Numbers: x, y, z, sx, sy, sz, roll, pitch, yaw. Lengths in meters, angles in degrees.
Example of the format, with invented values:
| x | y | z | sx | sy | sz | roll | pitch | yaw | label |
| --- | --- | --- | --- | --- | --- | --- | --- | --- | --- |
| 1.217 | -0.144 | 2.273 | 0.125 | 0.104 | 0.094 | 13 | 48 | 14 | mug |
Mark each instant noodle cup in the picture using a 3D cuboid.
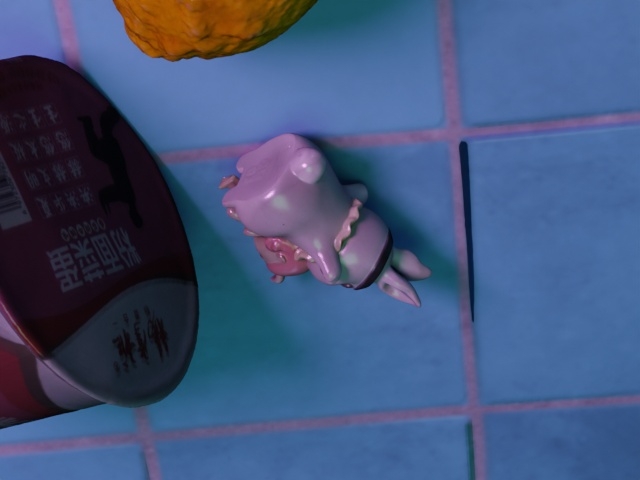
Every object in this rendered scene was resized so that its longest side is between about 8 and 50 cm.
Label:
| x | y | z | sx | sy | sz | roll | pitch | yaw | label |
| --- | --- | --- | --- | --- | --- | --- | --- | --- | --- |
| -0.213 | 0.022 | 1.097 | 0.178 | 0.235 | 0.235 | -24 | 123 | 26 | instant noodle cup |

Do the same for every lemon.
| x | y | z | sx | sy | sz | roll | pitch | yaw | label |
| --- | --- | --- | --- | --- | --- | --- | --- | --- | --- |
| -0.058 | -0.178 | 0.998 | 0.142 | 0.142 | 0.187 | 21 | 131 | -15 | lemon |

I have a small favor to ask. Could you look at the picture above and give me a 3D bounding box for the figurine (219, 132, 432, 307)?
| x | y | z | sx | sy | sz | roll | pitch | yaw | label |
| --- | --- | --- | --- | --- | --- | --- | --- | --- | --- |
| 0.002 | -0.008 | 1.174 | 0.098 | 0.081 | 0.146 | 6 | 148 | 51 | figurine |
